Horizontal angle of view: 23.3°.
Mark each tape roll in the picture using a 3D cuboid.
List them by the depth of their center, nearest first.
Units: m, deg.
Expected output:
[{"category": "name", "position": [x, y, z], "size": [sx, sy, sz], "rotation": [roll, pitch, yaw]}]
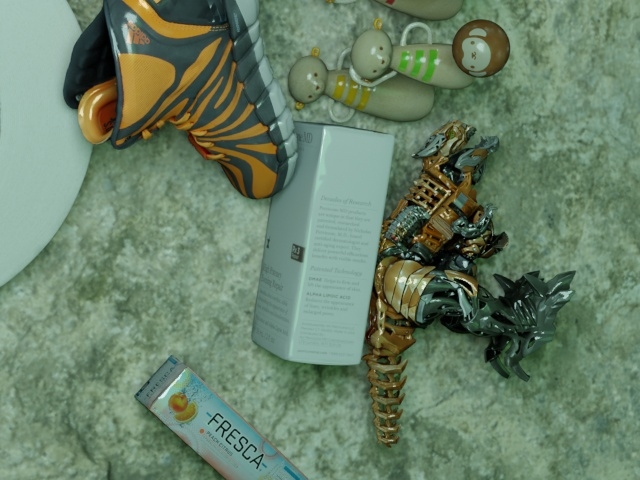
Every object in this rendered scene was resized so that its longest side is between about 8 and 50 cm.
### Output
[{"category": "tape roll", "position": [-0.387, -0.109, 1.342], "size": [0.392, 0.072, 0.392], "rotation": [-11, 116, -24]}]

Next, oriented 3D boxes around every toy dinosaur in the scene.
[{"category": "toy dinosaur", "position": [0.125, 0.046, 1.598], "size": [0.218, 0.164, 0.322], "rotation": [20, 109, -8]}]

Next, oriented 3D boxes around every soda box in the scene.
[{"category": "soda box", "position": [-0.098, 0.198, 1.551], "size": [0.058, 0.063, 0.183], "rotation": [-47, 111, -9]}]

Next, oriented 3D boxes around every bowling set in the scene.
[{"category": "bowling set", "position": [0.086, -0.228, 1.469], "size": [0.154, 0.200, 0.287], "rotation": [7, 106, -19]}]

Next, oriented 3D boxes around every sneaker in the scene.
[{"category": "sneaker", "position": [-0.134, -0.124, 1.408], "size": [0.180, 0.124, 0.321], "rotation": [-39, 141, -18]}]

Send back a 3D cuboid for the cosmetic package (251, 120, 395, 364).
[{"category": "cosmetic package", "position": [0.000, 0.000, 1.534], "size": [0.085, 0.117, 0.231], "rotation": [5, 95, -23]}]
